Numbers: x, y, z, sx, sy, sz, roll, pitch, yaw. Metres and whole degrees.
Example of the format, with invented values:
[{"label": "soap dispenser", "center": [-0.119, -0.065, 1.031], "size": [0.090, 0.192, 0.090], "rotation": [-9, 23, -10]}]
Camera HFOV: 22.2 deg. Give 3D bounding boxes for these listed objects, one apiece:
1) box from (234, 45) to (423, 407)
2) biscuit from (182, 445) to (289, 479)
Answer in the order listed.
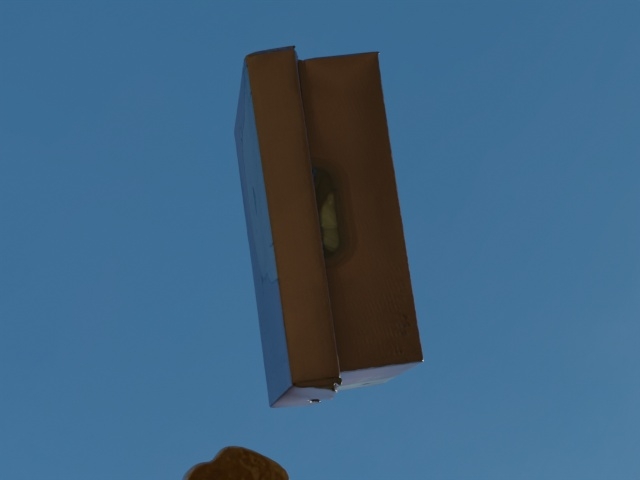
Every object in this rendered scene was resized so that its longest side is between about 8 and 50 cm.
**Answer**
[{"label": "box", "center": [0.000, 0.000, 1.086], "size": [0.086, 0.215, 0.215], "rotation": [-7, -99, -6]}, {"label": "biscuit", "center": [-0.091, 0.270, 1.261], "size": [0.144, 0.236, 0.040], "rotation": [26, -31, -8]}]
